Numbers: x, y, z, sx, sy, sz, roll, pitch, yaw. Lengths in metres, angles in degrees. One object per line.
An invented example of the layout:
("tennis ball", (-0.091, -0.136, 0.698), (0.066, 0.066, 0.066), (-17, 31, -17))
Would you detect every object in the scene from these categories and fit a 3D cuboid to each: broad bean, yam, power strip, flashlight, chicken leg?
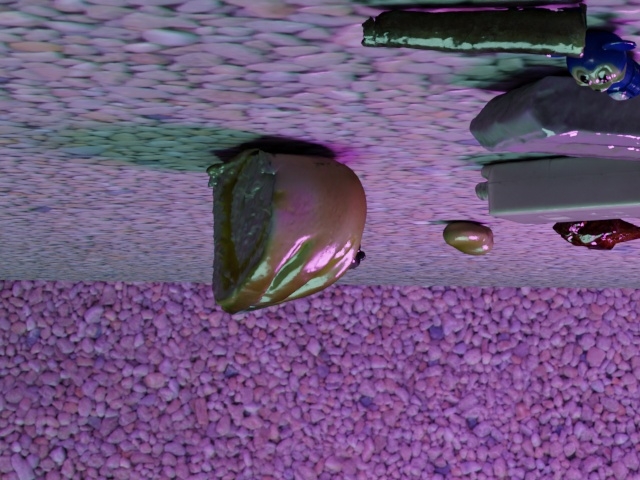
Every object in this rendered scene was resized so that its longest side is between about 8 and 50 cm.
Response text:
("broad bean", (0.211, -0.005, 1.937), (0.083, 0.045, 0.063), (15, 165, -39))
("yam", (0.089, -0.125, 0.785), (0.129, 0.033, 0.027), (4, -158, 7))
("power strip", (0.302, -0.054, 1.333), (0.338, 0.058, 0.098), (-3, 174, 33))
("flashlight", (0.186, -0.109, 0.873), (0.057, 0.035, 0.121), (-3, 173, 25))
("chicken leg", (0.381, -0.012, 1.813), (0.089, 0.048, 0.219), (0, 175, 36))

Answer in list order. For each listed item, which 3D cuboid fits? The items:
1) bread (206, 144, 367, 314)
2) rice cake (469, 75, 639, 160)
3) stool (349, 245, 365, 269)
("bread", (-0.029, -0.009, 1.338), (0.156, 0.158, 0.260), (-4, 176, 10))
("rice cake", (0.269, -0.087, 1.023), (0.297, 0.050, 0.106), (2, 175, -19))
("stool", (0.000, 0.000, 1.753), (0.110, 0.096, 0.096), (-6, 174, 9))
